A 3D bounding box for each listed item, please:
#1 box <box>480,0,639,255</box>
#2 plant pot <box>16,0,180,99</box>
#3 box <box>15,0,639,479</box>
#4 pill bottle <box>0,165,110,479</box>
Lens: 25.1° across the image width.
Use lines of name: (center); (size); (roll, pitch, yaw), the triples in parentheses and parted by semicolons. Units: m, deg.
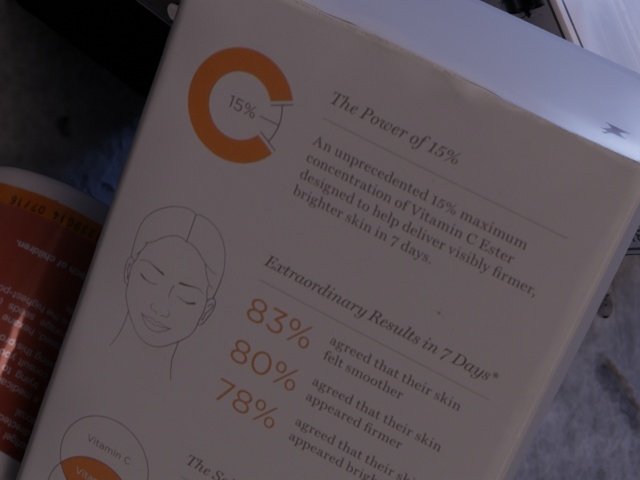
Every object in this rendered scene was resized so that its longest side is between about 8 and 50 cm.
box: (0.230, -0.149, 1.131); (0.169, 0.087, 0.290); (-38, 108, -32)
plant pot: (-0.074, -0.175, 0.860); (0.188, 0.167, 0.187); (36, 67, -28)
box: (0.007, 0.051, 0.714); (0.345, 0.215, 0.168); (-67, 167, 22)
pill bottle: (-0.185, 0.077, 0.787); (0.121, 0.121, 0.216); (37, 66, -29)
